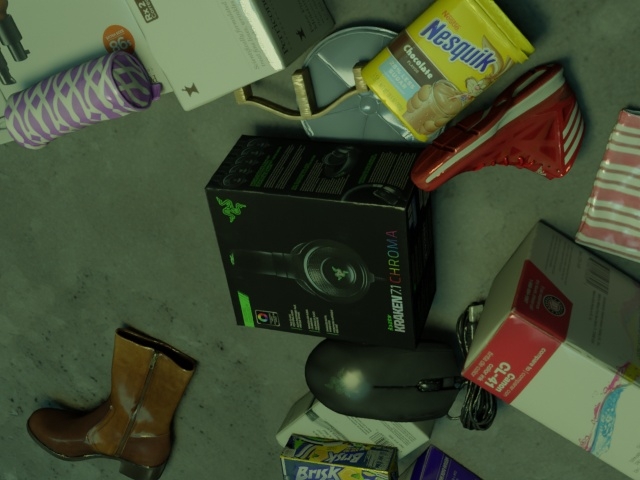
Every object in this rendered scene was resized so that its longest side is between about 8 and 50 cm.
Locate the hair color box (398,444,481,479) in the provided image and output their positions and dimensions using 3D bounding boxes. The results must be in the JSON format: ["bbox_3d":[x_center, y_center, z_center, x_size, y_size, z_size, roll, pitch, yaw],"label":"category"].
[{"bbox_3d":[0.250,0.499,1.457,0.339,0.110,0.185,34,123,-2],"label":"hair color box"}]

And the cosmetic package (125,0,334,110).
[{"bbox_3d":[-0.103,-0.273,1.108,0.151,0.183,0.151,-17,111,28],"label":"cosmetic package"}]

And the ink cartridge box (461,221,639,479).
[{"bbox_3d":[0.352,0.145,1.144,0.306,0.226,0.131,33,125,2],"label":"ink cartridge box"}]

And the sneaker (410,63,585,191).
[{"bbox_3d":[0.225,-0.099,1.099,0.221,0.087,0.128,-36,108,2],"label":"sneaker"}]

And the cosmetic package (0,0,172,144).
[{"bbox_3d":[-0.387,-0.301,1.258,0.377,0.097,0.284,-12,116,26],"label":"cosmetic package"}]

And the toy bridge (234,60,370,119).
[{"bbox_3d":[-0.019,-0.187,1.179,0.188,0.026,0.063,-2,120,21],"label":"toy bridge"}]

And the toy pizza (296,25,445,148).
[{"bbox_3d":[0.066,-0.179,1.188,0.201,0.032,0.201,9,120,15],"label":"toy pizza"}]

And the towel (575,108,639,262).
[{"bbox_3d":[0.407,-0.055,1.128,0.144,0.029,0.197,18,123,12],"label":"towel"}]

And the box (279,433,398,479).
[{"bbox_3d":[0.028,0.337,1.375,0.169,0.054,0.059,4,120,19],"label":"box"}]

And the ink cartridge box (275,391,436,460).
[{"bbox_3d":[0.055,0.279,1.417,0.153,0.087,0.208,43,123,-7],"label":"ink cartridge box"}]

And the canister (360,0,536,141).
[{"bbox_3d":[0.147,-0.213,1.086,0.170,0.073,0.126,-41,101,18],"label":"canister"}]

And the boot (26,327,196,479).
[{"bbox_3d":[-0.364,0.270,1.571,0.264,0.096,0.280,23,123,8],"label":"boot"}]

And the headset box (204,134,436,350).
[{"bbox_3d":[0.000,0.000,1.233,0.283,0.131,0.246,7,131,18],"label":"headset box"}]

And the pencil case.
[{"bbox_3d":[-0.315,-0.177,1.199,0.206,0.086,0.088,-13,151,29],"label":"pencil case"}]

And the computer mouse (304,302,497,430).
[{"bbox_3d":[0.113,0.186,1.282,0.272,0.072,0.188,-2,100,1],"label":"computer mouse"}]
